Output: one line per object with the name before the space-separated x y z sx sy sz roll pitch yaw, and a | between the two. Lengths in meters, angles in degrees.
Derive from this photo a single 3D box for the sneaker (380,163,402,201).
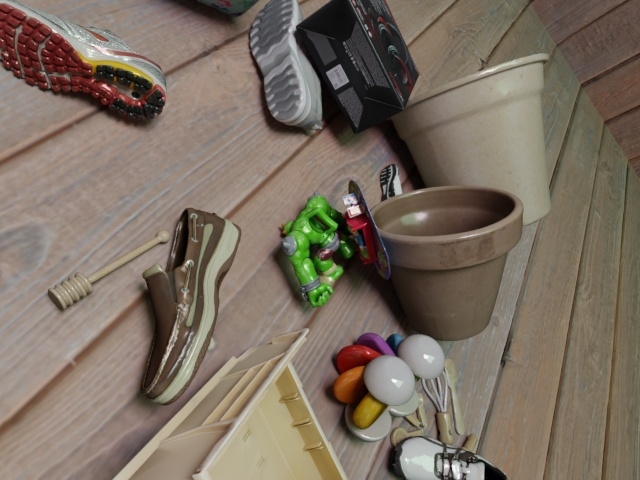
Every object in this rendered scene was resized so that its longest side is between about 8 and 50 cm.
sneaker | 0.153 -0.111 0.896 0.043 0.040 0.109 27 61 -47

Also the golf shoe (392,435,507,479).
golf shoe | 0.215 0.368 0.690 0.198 0.094 0.077 18 64 -20

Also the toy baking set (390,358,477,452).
toy baking set | 0.222 0.342 0.775 0.256 0.030 0.197 -30 93 -41

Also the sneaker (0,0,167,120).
sneaker | -0.318 -0.242 0.559 0.225 0.088 0.093 22 40 -30

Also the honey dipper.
honey dipper | -0.255 0.027 0.528 0.031 0.030 0.160 55 48 -8

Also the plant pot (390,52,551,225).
plant pot | 0.344 -0.179 0.908 0.333 0.333 0.306 -25 100 -41

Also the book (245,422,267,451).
book | -0.140 0.286 0.517 0.096 0.035 0.144 54 50 -14

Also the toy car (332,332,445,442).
toy car | 0.096 0.212 0.673 0.181 0.159 0.136 -18 48 -40

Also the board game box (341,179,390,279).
board game box | 0.062 -0.011 0.678 0.033 0.133 0.169 -20 81 -4

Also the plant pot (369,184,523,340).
plant pot | 0.225 0.047 0.757 0.263 0.262 0.230 -30 117 -41

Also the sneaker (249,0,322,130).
sneaker | -0.057 -0.329 0.792 0.115 0.105 0.282 19 61 -58

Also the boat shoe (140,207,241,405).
boat shoe | -0.183 0.067 0.530 0.095 0.095 0.258 33 44 -28

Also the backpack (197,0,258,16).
backpack | -0.159 -0.488 0.655 0.225 0.253 0.191 7 89 -37

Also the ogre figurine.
ogre figurine | 0.000 0.000 0.694 0.197 0.096 0.118 -50 117 -27

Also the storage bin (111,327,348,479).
storage bin | -0.044 0.277 0.468 0.263 0.123 0.260 65 24 -7

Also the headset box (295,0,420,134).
headset box | 0.094 -0.376 0.841 0.218 0.110 0.293 57 33 -20
